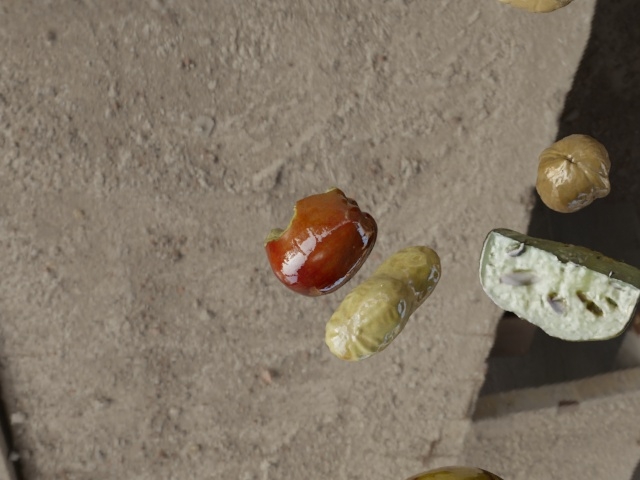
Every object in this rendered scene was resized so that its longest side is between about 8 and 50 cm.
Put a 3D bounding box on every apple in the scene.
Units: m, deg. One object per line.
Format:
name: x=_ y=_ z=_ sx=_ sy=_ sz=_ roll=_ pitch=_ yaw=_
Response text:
apple: x=0.005 y=0.003 z=1.163 sx=0.158 sy=0.147 sz=0.156 roll=-37 pitch=150 yaw=17

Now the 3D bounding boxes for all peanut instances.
peanut: x=0.139 y=0.125 z=1.584 sx=0.319 sy=0.147 sz=0.147 roll=-41 pitch=134 yaw=-24

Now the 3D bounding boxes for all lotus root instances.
lotus root: x=0.427 y=0.077 z=1.380 sx=0.267 sy=0.260 sz=0.149 roll=24 pitch=102 yaw=19

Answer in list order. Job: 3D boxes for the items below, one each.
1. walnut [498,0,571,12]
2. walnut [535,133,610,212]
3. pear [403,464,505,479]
walnut: x=0.351 y=-0.495 z=1.239 sx=0.225 sy=0.261 sz=0.225 roll=3 pitch=150 yaw=2
walnut: x=0.490 y=-0.129 z=1.482 sx=0.166 sy=0.149 sz=0.166 roll=-39 pitch=146 yaw=-32
pear: x=0.186 y=0.460 z=1.107 sx=0.281 sy=0.281 sz=0.281 roll=-6 pitch=129 yaw=-7
